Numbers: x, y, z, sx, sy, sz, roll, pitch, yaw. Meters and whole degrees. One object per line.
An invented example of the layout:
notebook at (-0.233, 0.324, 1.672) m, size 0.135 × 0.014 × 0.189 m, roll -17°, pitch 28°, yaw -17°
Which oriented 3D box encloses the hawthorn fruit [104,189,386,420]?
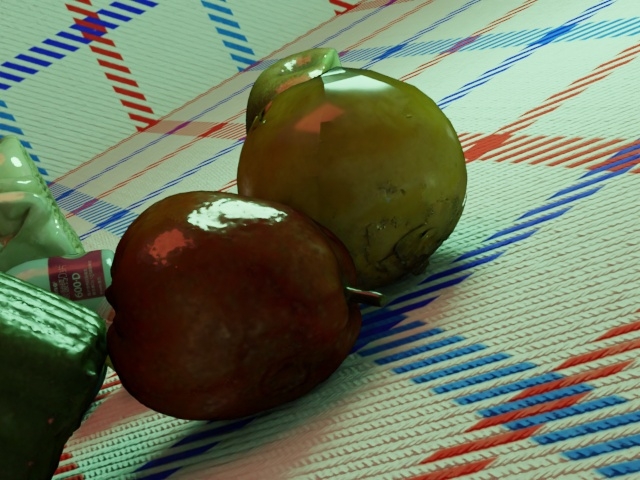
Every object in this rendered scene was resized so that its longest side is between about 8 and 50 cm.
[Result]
hawthorn fruit at (-0.067, 0.061, 1.180) m, size 0.261 × 0.224 × 0.224 m, roll -4°, pitch 19°, yaw 7°

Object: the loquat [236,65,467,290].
loquat at (0.035, -0.061, 1.318) m, size 0.235 × 0.235 × 0.235 m, roll -27°, pitch 15°, yaw 8°

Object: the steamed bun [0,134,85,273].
steamed bun at (-0.479, 0.002, 1.934) m, size 0.207 × 0.280 × 0.268 m, roll -29°, pitch 35°, yaw -8°

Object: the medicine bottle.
medicine bottle at (-0.389, 0.071, 1.796) m, size 0.217 × 0.090 × 0.090 m, roll -9°, pitch 13°, yaw -6°

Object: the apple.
apple at (-0.026, -0.166, 1.861) m, size 0.174 × 0.188 × 0.207 m, roll -22°, pitch 18°, yaw 7°

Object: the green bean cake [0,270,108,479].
green bean cake at (-0.307, 0.166, 1.186) m, size 0.250 × 0.156 × 0.247 m, roll -64°, pitch 9°, yaw 1°

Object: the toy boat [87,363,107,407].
toy boat at (-0.312, 0.178, 1.417) m, size 0.103 × 0.093 × 0.246 m, roll -25°, pitch 13°, yaw 41°

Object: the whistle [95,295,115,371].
whistle at (-0.172, 0.099, 1.407) m, size 0.123 × 0.123 × 0.223 m, roll -37°, pitch 31°, yaw -28°
